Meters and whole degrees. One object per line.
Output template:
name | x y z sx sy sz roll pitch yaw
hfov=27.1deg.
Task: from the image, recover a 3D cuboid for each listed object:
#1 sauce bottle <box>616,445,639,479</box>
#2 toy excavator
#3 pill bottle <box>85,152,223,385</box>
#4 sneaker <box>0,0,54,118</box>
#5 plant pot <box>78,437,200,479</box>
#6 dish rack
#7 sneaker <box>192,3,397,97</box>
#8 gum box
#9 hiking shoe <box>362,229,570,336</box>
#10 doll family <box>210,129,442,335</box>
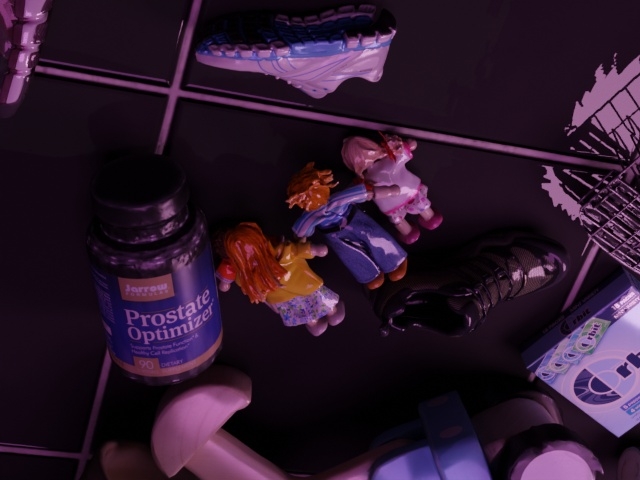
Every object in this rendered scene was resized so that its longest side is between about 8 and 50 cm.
sauce bottle | 0.542 0.310 1.684 0.344 0.111 0.111 10 124 -15
toy excavator | 0.081 0.293 1.491 0.445 0.222 0.433 -22 102 1
pill bottle | -0.168 0.028 1.331 0.123 0.123 0.219 -8 128 -4
sneaker | -0.299 -0.250 1.124 0.162 0.106 0.281 13 113 -13
plant pot | -0.181 0.420 1.435 0.323 0.323 0.280 33 95 -29
dish rack | 0.407 -0.077 1.394 0.208 0.074 0.271 32 117 -28
sneaker | -0.024 -0.168 1.248 0.191 0.071 0.083 -3 133 -8
gum box | 0.351 0.134 1.557 0.157 0.041 0.184 -41 122 20
hiking shoe | 0.164 0.060 1.421 0.227 0.114 0.086 -12 128 -2
doll family | 0.000 0.000 1.343 0.263 0.118 0.163 -34 125 15
